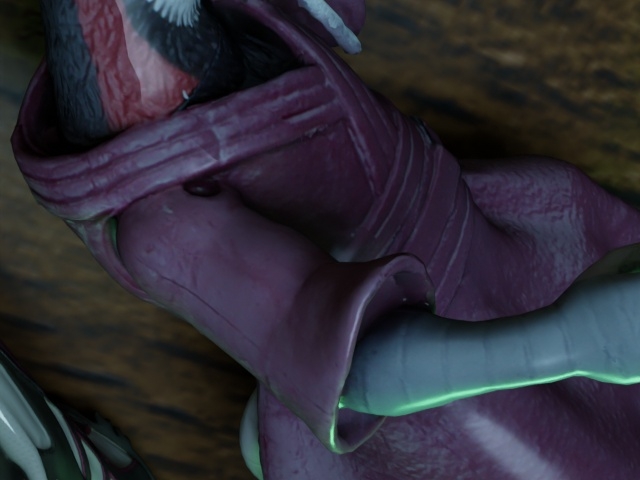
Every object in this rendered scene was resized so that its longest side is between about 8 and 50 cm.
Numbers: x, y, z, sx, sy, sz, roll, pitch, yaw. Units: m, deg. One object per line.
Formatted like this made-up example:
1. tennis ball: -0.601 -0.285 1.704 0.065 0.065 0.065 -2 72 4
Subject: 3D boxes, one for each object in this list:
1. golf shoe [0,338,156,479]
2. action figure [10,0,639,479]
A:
1. golf shoe: -0.121 0.097 0.586 0.105 0.120 0.273 -34 127 -4
2. action figure: 0.000 0.000 0.566 0.276 0.248 0.370 -29 128 24
